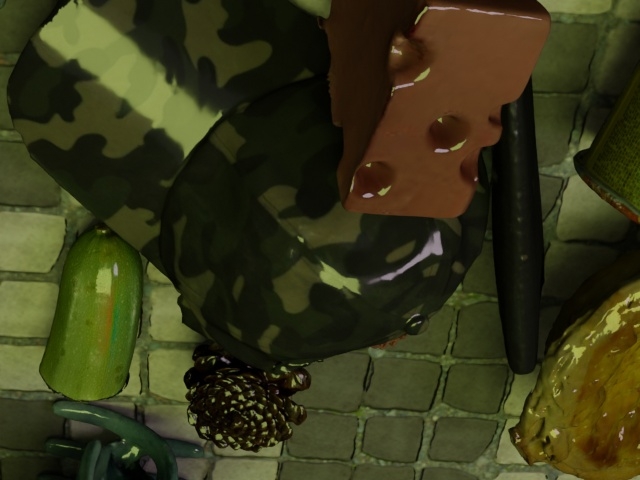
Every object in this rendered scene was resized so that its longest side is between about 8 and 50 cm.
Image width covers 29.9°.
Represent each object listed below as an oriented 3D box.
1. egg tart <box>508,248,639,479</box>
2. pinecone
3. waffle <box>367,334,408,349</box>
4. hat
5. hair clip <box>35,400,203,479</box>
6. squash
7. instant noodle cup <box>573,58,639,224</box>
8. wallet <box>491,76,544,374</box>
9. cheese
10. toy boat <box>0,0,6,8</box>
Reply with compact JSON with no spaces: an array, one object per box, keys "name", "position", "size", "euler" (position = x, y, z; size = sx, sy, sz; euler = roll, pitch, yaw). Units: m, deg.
[{"name":"egg tart","position":[0.342,0.110,1.243],"size":[0.341,0.129,0.341],"euler":[-16,139,-14]},{"name":"pinecone","position":[-0.076,0.150,1.264],"size":[0.140,0.121,0.140],"euler":[4,116,8]},{"name":"waffle","position":[0.074,0.083,1.276],"size":[0.083,0.029,0.075],"euler":[-42,137,11]},{"name":"hat","position":[-0.070,-0.062,1.053],"size":[0.382,0.257,0.366],"euler":[29,106,-40]},{"name":"hair clip","position":[-0.245,0.370,1.330],"size":[0.392,0.238,0.318],"euler":[11,122,-13]},{"name":"squash","position":[-0.223,0.066,1.215],"size":[0.095,0.095,0.188],"euler":[11,122,-12]},{"name":"instant noodle cup","position":[0.384,-0.111,1.067],"size":[0.264,0.264,0.200],"euler":[13,112,-14]},{"name":"wallet","position":[0.183,-0.044,1.131],"size":[0.044,0.170,0.321],"euler":[-1,126,14]},{"name":"cheese","position":[0.089,-0.142,0.961],"size":[0.128,0.202,0.177],"euler":[5,160,-20]},{"name":"toy boat","position":[-0.266,-0.307,0.959],"size":[0.078,0.085,0.260],"euler":[11,122,-11]}]
